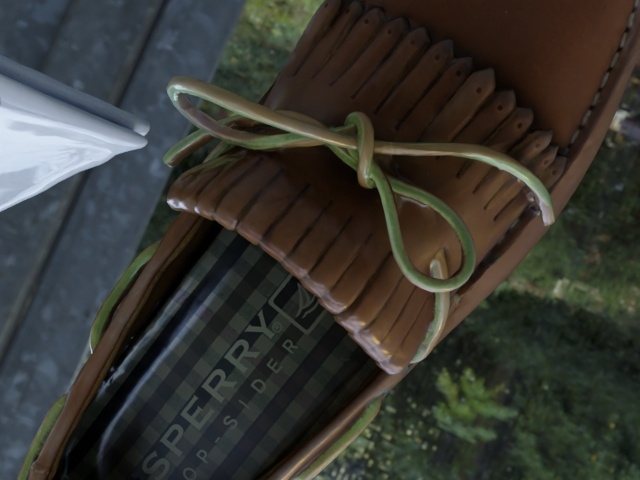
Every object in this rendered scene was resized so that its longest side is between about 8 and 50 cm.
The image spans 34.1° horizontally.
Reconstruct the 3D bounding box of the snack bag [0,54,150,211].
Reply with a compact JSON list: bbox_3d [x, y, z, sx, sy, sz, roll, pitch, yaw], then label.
[{"bbox_3d":[-0.329,-0.045,0.614,0.342,0.037,0.323,-20,160,25],"label":"snack bag"}]

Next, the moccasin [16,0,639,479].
[{"bbox_3d":[-0.002,-0.002,0.419,0.139,0.380,0.147,44,-168,4],"label":"moccasin"}]
